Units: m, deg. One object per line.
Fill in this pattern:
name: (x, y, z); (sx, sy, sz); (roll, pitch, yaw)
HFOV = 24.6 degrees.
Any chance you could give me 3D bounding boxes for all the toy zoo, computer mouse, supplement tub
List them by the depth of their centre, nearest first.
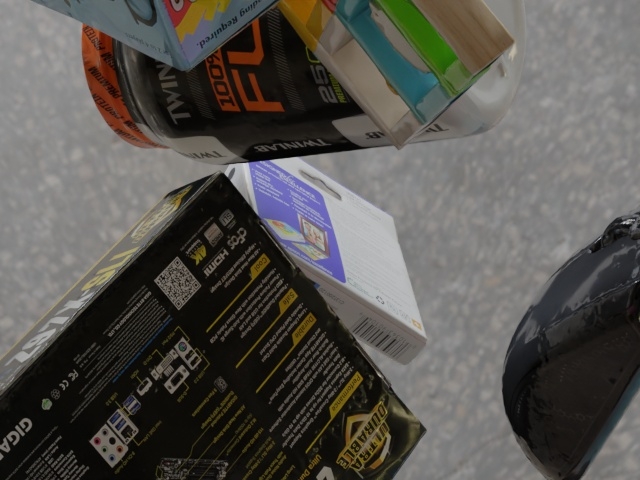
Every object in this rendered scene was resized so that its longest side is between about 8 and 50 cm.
computer mouse: (0.152, 0.020, 0.731); (0.072, 0.272, 0.188); (32, 50, 13)
toy zoo: (0.019, -0.156, 0.943); (0.030, 0.293, 0.192); (-39, 90, -10)
supplement tub: (-0.018, -0.172, 1.220); (0.338, 0.207, 0.207); (-5, 69, 31)

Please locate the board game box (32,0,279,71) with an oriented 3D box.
board game box: (-0.084, -0.228, 0.547); (0.142, 0.275, 0.144); (-41, 46, -23)

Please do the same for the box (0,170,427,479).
box: (-0.098, 0.147, 0.992); (0.257, 0.079, 0.322); (53, 52, -16)

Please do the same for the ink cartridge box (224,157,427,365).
ink cartridge box: (0.000, 0.000, 1.394); (0.206, 0.208, 0.045); (32, 116, -26)
